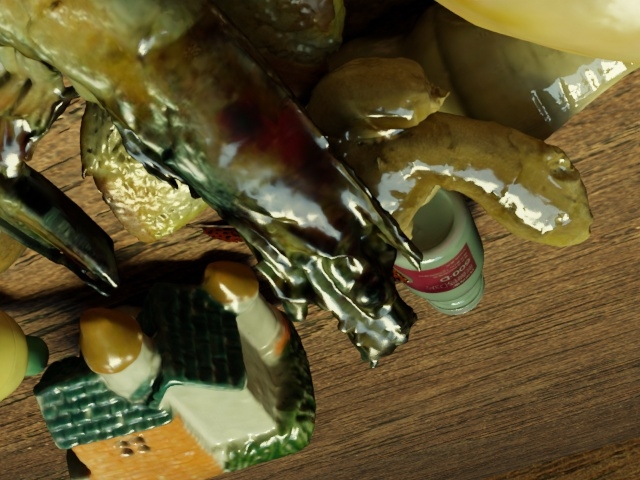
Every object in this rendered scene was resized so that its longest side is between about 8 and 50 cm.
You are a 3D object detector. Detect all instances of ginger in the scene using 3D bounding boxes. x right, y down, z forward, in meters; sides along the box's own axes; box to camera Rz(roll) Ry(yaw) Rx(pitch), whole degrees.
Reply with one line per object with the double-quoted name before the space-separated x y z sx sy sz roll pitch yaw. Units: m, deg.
"ginger" 0.060 -0.035 0.677 0.214 0.059 0.133 23 124 -18

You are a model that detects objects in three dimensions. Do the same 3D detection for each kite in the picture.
"kite" 0.000 0.001 1.046 0.222 0.008 0.125 14 -162 19

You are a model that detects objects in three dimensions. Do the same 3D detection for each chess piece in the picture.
"chess piece" 0.124 -0.117 0.716 0.300 0.137 0.137 -24 155 28

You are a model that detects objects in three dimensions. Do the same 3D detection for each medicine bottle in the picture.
"medicine bottle" 0.115 0.014 1.090 0.090 0.090 0.217 -15 158 10

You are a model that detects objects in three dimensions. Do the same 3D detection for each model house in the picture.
"model house" -0.169 0.112 1.124 0.271 0.190 0.301 -14 146 7

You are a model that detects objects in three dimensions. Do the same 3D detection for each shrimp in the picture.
"shrimp" -0.106 -0.043 0.629 0.365 0.071 0.233 44 130 -17

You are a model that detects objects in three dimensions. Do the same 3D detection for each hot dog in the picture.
"hot dog" -0.067 -0.109 0.678 0.123 0.093 0.261 26 130 -27

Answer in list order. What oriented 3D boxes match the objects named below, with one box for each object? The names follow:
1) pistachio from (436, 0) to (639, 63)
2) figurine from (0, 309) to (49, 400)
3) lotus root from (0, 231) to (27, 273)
"pistachio" 0.169 -0.189 0.468 0.308 0.230 0.230 -5 158 -3
"figurine" -0.435 0.145 1.116 0.324 0.124 0.222 -20 161 22
"lotus root" -0.267 -0.016 0.800 0.122 0.112 0.081 -15 164 6
